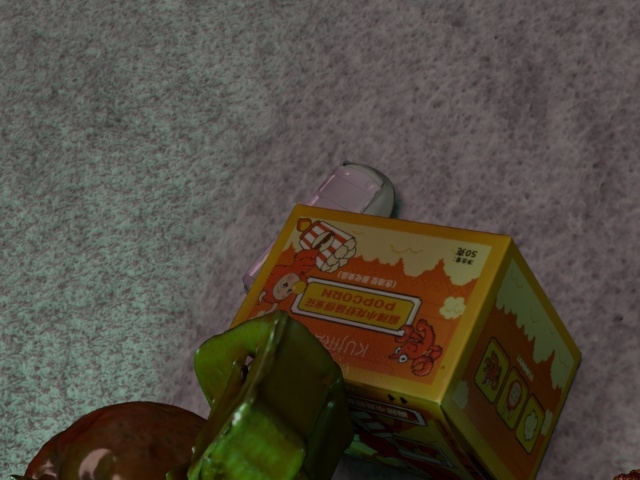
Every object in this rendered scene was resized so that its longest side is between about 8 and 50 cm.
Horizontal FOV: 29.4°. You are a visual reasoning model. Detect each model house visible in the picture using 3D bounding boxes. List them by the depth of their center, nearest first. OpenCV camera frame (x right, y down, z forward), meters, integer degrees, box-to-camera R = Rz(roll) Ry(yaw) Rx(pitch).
[{"bbox_3d":[-0.080,0.223,1.176,0.173,0.268,0.239,9,55,20],"label":"model house"}]

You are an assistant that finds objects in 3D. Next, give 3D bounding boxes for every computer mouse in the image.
[{"bbox_3d":[0.000,0.000,1.641,0.126,0.056,0.245,30,74,42],"label":"computer mouse"}]

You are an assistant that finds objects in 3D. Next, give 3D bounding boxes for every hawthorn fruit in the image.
[{"bbox_3d":[-0.223,0.307,1.371,0.277,0.298,0.277,-25,47,31],"label":"hawthorn fruit"}]

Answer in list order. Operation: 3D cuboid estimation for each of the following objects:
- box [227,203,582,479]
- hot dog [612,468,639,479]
[{"bbox_3d":[0.092,0.128,1.344,0.283,0.259,0.214,8,63,36],"label":"box"},{"bbox_3d":[0.367,0.254,1.233,0.144,0.038,0.062,-3,55,30],"label":"hot dog"}]
